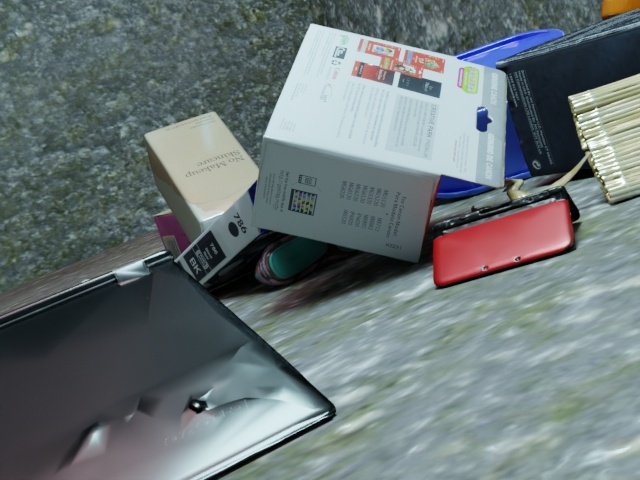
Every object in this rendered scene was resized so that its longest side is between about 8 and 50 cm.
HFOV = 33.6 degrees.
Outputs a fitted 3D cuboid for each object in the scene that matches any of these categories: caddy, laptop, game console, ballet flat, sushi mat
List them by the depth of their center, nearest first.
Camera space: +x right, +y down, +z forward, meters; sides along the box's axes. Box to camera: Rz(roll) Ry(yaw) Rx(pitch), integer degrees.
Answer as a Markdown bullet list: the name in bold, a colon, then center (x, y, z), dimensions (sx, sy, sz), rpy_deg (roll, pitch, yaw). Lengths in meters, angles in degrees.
- **laptop**: center (-0.247, 0.192, 0.871), dimensions (0.382, 0.236, 0.408), rpy_deg (-23, -21, -25)
- **game console**: center (0.193, 0.008, 1.082), dimensions (0.144, 0.085, 0.124), rpy_deg (-17, -24, 19)
- **sushi mat**: center (0.443, -0.151, 1.166), dimensions (0.316, 0.151, 0.019), rpy_deg (-19, -30, 7)
- **ballet flat**: center (0.000, 0.000, 1.454), dimensions (0.221, 0.077, 0.079), rpy_deg (-28, 7, -27)
- **caddy**: center (0.282, -0.184, 1.666), dimensions (0.341, 0.179, 0.241), rpy_deg (-17, 32, 14)

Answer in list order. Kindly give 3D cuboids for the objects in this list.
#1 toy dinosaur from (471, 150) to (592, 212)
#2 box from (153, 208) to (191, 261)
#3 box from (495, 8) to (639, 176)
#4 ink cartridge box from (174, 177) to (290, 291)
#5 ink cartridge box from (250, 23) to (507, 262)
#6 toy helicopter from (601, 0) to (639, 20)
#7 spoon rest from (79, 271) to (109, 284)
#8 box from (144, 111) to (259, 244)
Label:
- **toy dinosaur**: center (0.229, -0.037, 1.205), dimensions (0.183, 0.053, 0.092), rpy_deg (-34, 17, -2)
- **box**: center (-0.166, -0.041, 2.035), dimensions (0.243, 0.117, 0.213), rpy_deg (-24, 8, -23)
- **box**: center (0.453, -0.220, 1.410), dimensions (0.296, 0.183, 0.294), rpy_deg (-25, 9, -31)
- **ink cartridge box**: center (-0.086, -0.019, 1.495), dimensions (0.165, 0.065, 0.332), rpy_deg (-25, -10, -39)
- **ink cartridge box**: center (0.082, -0.121, 1.301), dimensions (0.271, 0.130, 0.309), rpy_deg (13, 36, 3)
- **toy helicopter**: center (0.608, -0.299, 1.730), dimensions (0.355, 0.140, 0.235), rpy_deg (3, -2, 7)
- **spoon rest**: center (-0.321, 0.099, 1.521), dimensions (0.137, 0.084, 0.276), rpy_deg (-20, 6, -1)
- **box**: center (-0.182, -0.085, 1.816), dimensions (0.148, 0.121, 0.311), rpy_deg (-21, 40, -16)
